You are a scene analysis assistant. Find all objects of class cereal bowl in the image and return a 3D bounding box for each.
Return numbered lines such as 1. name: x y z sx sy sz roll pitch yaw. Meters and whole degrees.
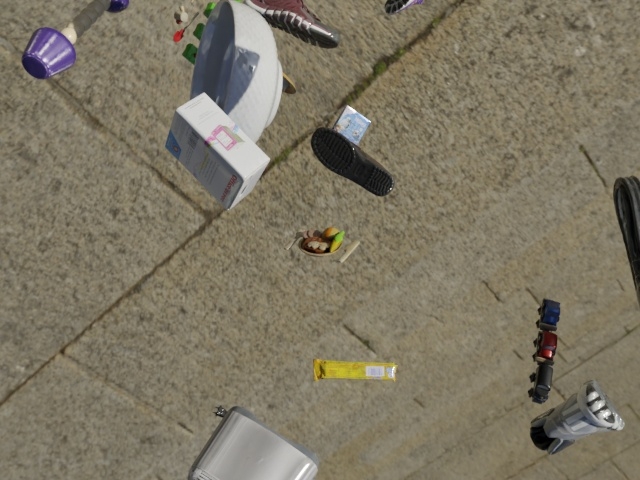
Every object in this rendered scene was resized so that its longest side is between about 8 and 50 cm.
1. cereal bowl: -0.178 -0.334 1.267 0.141 0.339 0.338 6 118 -27

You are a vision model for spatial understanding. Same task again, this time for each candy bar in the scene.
1. candy bar: 0.066 0.245 1.093 0.162 0.040 0.018 3 162 -6

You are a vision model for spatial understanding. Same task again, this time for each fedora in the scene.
1. fedora: -0.168 -0.501 1.859 0.194 0.194 0.079 33 86 -24

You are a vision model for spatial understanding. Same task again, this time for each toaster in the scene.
1. toaster: -0.125 0.392 0.992 0.227 0.146 0.129 30 142 10

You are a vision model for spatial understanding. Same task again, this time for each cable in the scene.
1. cable: 0.447 0.050 0.763 0.072 0.287 0.139 -6 144 17

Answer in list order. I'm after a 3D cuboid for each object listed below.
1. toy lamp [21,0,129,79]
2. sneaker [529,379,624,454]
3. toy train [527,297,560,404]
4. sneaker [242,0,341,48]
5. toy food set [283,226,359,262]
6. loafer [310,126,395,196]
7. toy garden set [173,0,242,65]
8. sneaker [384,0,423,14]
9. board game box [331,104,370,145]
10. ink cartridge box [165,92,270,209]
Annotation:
1. toy lamp: -0.436 -0.380 1.038 0.080 0.274 0.080 8 137 8
2. sneaker: 0.404 0.290 0.942 0.132 0.086 0.229 -37 147 18
3. toy train: 0.299 0.140 0.774 0.027 0.158 0.036 15 145 10
4. sneaker: -0.052 -0.618 1.503 0.281 0.106 0.162 26 90 8
5. toy food set: 0.000 0.000 1.625 0.192 0.132 0.038 11 124 23
6. loafer: 0.071 -0.177 1.329 0.220 0.078 0.080 39 104 -2
7. toy garden set: -0.346 -0.637 1.677 0.204 0.049 0.244 32 82 -58
8. sneaker: 0.278 -0.734 1.775 0.170 0.068 0.071 -24 156 18
9. board game box: 0.086 -0.327 1.671 0.090 0.020 0.090 28 92 -28
10. ink cartridge box: -0.134 -0.111 0.747 0.122 0.052 0.088 47 147 2
